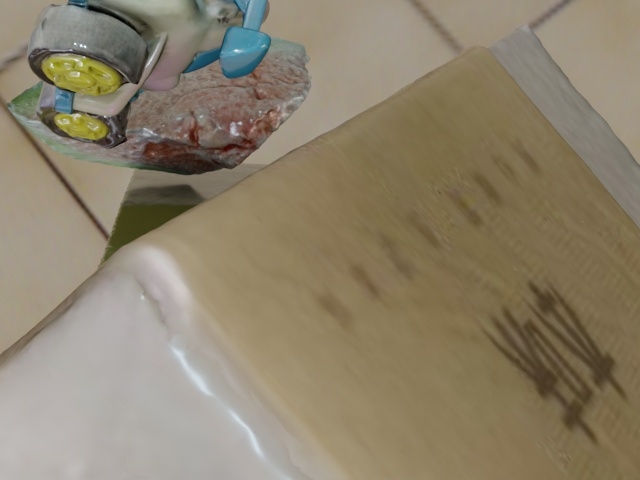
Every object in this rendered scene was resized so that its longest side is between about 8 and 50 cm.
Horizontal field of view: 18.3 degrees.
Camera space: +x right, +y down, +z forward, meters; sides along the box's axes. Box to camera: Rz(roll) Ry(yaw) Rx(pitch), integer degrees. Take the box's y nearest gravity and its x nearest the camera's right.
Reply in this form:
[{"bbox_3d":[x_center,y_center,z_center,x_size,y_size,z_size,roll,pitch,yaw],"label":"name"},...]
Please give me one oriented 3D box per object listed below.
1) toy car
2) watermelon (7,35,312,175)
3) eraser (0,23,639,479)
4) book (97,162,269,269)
[{"bbox_3d":[-0.064,-0.097,0.848,0.098,0.161,0.126,14,67,1],"label":"toy car"},{"bbox_3d":[-0.092,-0.075,1.192,0.180,0.094,0.081,-9,98,3],"label":"watermelon"},{"bbox_3d":[0.035,0.035,0.538,0.078,0.343,0.144,-40,89,24],"label":"eraser"},{"bbox_3d":[0.000,0.000,1.148,0.239,0.352,0.035,4,102,-2],"label":"book"}]
